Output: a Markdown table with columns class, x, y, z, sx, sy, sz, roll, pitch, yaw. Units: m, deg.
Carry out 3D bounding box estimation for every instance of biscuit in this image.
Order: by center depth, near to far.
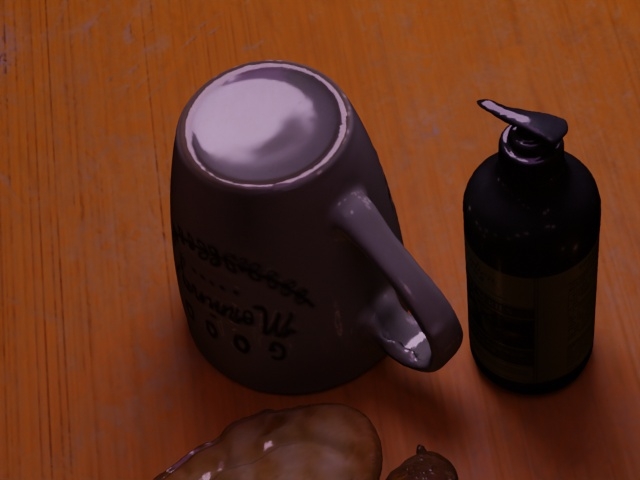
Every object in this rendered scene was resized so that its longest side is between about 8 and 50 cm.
| class | x | y | z | sx | sy | sz | roll | pitch | yaw |
| --- | --- | --- | --- | --- | --- | --- | --- | --- | --- |
| biscuit | -0.046 | 0.201 | 1.348 | 0.203 | 0.041 | 0.260 | -19 | 26 | 4 |

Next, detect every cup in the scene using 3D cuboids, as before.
| class | x | y | z | sx | sy | sz | roll | pitch | yaw |
| --- | --- | --- | --- | --- | --- | --- | --- | --- | --- |
| cup | 0.000 | 0.000 | 1.439 | 0.258 | 0.234 | 0.186 | 30 | 62 | 24 |

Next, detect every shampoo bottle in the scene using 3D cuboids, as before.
| class | x | y | z | sx | sy | sz | roll | pitch | yaw |
| --- | --- | --- | --- | --- | --- | --- | --- | --- | --- |
| shampoo bottle | 0.157 | 0.001 | 1.382 | 0.101 | 0.284 | 0.101 | -3 | 53 | 4 |

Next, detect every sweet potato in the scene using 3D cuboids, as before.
| class | x | y | z | sx | sy | sz | roll | pitch | yaw |
| --- | --- | --- | --- | --- | --- | --- | --- | --- | --- |
| sweet potato | 0.071 | 0.199 | 1.334 | 0.068 | 0.226 | 0.068 | 1 | 97 | 8 |
